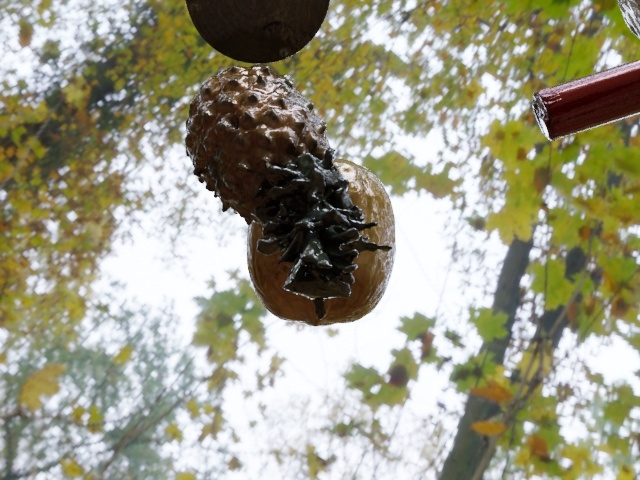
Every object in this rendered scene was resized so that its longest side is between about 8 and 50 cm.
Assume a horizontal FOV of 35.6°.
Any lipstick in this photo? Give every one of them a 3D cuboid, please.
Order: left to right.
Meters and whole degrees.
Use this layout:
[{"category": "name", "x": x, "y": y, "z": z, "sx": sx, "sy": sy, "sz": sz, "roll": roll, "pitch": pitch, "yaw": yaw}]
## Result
[{"category": "lipstick", "x": 0.414, "y": -0.200, "z": 1.285, "sx": 0.280, "sy": 0.073, "sz": 0.073, "roll": -17, "pitch": -65, "yaw": 0}]

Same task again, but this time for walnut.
[{"category": "walnut", "x": 0.000, "y": 0.000, "z": 1.262, "sx": 0.193, "sy": 0.225, "sz": 0.193, "roll": 9, "pitch": -27, "yaw": 4}]

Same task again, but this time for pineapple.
[{"category": "pineapple", "x": -0.026, "y": -0.052, "z": 1.053, "sx": 0.340, "sy": 0.169, "sz": 0.169, "roll": 52, "pitch": -37, "yaw": 43}]

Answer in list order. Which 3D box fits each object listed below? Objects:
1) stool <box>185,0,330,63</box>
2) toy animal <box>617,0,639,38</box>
[{"category": "stool", "x": -0.082, "y": -0.345, "z": 1.303, "sx": 0.179, "sy": 0.264, "sz": 0.179, "roll": -1, "pitch": -67, "yaw": -3}, {"category": "toy animal", "x": 0.371, "y": -0.207, "z": 0.874, "sx": 0.308, "sy": 0.266, "sz": 0.188, "roll": 48, "pitch": -28, "yaw": 28}]
